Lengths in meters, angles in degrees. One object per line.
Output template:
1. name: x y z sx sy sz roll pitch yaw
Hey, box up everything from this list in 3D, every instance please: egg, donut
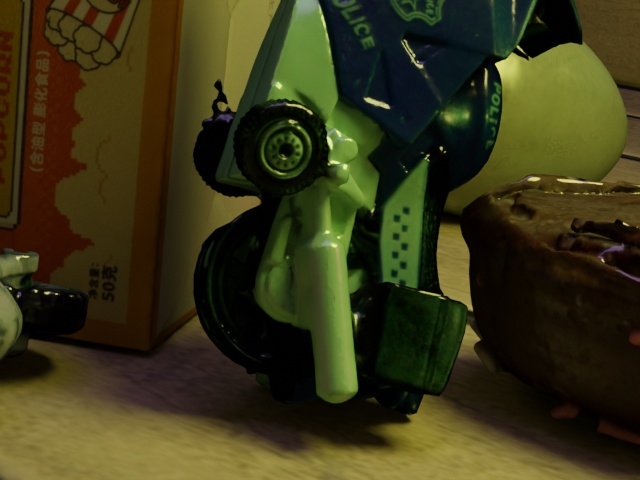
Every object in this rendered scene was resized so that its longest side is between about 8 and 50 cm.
1. egg: 0.174 -0.126 1.367 0.295 0.218 0.218 15 8 -25
2. donut: 0.271 0.049 0.814 0.345 0.136 0.259 1 15 -19

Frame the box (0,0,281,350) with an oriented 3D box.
1. box: -0.160 -0.105 0.942 0.213 0.284 0.259 8 12 12

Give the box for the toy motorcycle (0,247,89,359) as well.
1. toy motorcycle: -0.261 0.025 0.737 0.270 0.106 0.159 8 6 -7

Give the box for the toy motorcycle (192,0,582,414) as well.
1. toy motorcycle: 0.039 -0.067 0.778 0.196 0.331 0.125 13 -6 -19
